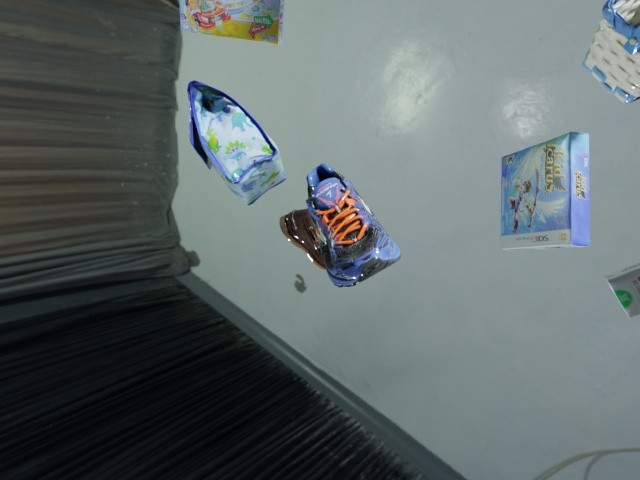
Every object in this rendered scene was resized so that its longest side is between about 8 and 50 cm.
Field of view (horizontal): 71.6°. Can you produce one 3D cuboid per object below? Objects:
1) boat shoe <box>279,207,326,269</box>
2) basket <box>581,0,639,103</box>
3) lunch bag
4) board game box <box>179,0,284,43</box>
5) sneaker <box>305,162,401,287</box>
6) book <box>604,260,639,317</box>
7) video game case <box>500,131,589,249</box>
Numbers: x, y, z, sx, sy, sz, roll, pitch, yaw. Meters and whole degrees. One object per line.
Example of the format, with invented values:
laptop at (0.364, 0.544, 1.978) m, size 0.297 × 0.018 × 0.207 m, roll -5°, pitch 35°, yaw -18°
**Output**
boat shoe at (0.000, 0.000, 0.898) m, size 0.073 × 0.207 × 0.073 m, roll -21°, pitch 59°, yaw 19°
basket at (0.639, -0.410, 0.783) m, size 0.201 × 0.254 × 0.289 m, roll 53°, pitch 169°, yaw 23°
lunch bag at (-0.127, -0.140, 0.632) m, size 0.096 × 0.129 × 0.151 m, roll -34°, pitch 83°, yaw -6°
board game box at (-0.129, -0.351, 0.645) m, size 0.154 × 0.026 × 0.104 m, roll 10°, pitch 120°, yaw 7°
sneaker at (0.020, -0.023, 0.503) m, size 0.087 × 0.083 × 0.221 m, roll 59°, pitch -179°, yaw -28°
book at (0.611, 0.071, 0.805) m, size 0.144 × 0.035 × 0.096 m, roll -32°, pitch 108°, yaw 25°
video game case at (0.567, -0.113, 1.143) m, size 0.244 × 0.061 × 0.270 m, roll 168°, pitch 105°, yaw -72°
